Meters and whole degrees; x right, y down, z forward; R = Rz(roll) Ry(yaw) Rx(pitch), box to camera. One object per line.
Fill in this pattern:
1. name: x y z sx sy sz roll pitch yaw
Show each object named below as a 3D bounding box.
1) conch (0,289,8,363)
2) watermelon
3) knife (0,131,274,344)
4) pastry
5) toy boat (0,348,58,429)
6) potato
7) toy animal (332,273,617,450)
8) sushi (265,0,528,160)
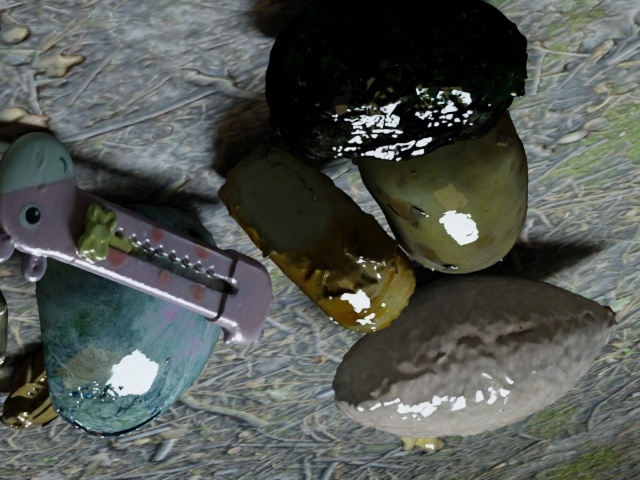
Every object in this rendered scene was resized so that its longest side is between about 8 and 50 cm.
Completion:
1. conch: -0.387 0.109 1.944 0.159 0.210 0.291 13 168 -2
2. watermelon: -0.174 0.087 2.022 0.175 0.188 0.322 -21 160 19
3. knife: -0.166 0.011 1.888 0.038 0.132 0.398 11 170 39
4. pastry: 0.000 0.000 1.912 0.100 0.229 0.218 -45 114 -1
5. toy boat: -0.317 0.160 2.283 0.072 0.064 0.206 18 143 -23
6. potato: 0.126 -0.058 1.895 0.165 0.165 0.262 -18 151 9
7. toy animal: 0.176 0.136 2.349 0.358 0.188 0.226 -10 168 -11
8. sushi: 0.066 -0.144 1.698 0.225 0.124 0.127 -5 156 -20
